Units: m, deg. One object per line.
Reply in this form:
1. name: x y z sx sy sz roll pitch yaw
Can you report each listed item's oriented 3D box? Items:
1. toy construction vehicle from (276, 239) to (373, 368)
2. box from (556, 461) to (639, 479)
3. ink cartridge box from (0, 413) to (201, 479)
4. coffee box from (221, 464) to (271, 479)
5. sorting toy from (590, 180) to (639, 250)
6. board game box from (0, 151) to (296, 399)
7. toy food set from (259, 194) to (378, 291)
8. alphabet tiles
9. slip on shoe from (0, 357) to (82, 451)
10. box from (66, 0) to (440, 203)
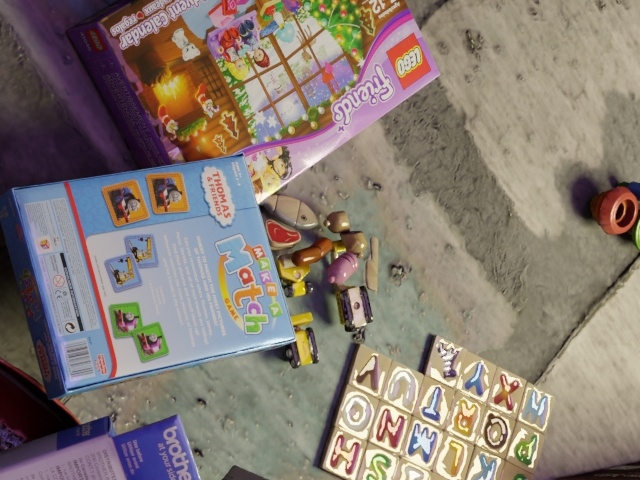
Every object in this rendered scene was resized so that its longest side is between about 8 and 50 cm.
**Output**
1. toy construction vehicle: -0.004 0.055 1.715 0.086 0.035 0.098 -15 93 -25
2. box: 0.359 0.294 1.871 0.203 0.168 0.167 -5 90 -36
3. ink cartridge box: -0.222 0.249 1.429 0.311 0.065 0.186 -18 101 -1
4. coffee box: -0.091 0.318 1.554 0.246 0.098 0.141 -47 109 -15
5. sorting toy: 0.300 -0.029 1.938 0.102 0.042 0.061 26 87 -44
6. board game box: -0.132 0.024 1.530 0.211 0.039 0.160 -11 81 -34
7. toy food set: 0.000 0.000 1.696 0.122 0.019 0.078 18 53 -23
8. alphabet tiles: 0.106 0.191 1.796 0.237 0.009 0.198 28 71 -32
9. slip on shoe: -0.297 0.097 1.455 0.331 0.101 0.123 39 67 -26
10. box: -0.049 -0.159 1.678 0.293 0.057 0.201 -37 108 -32
